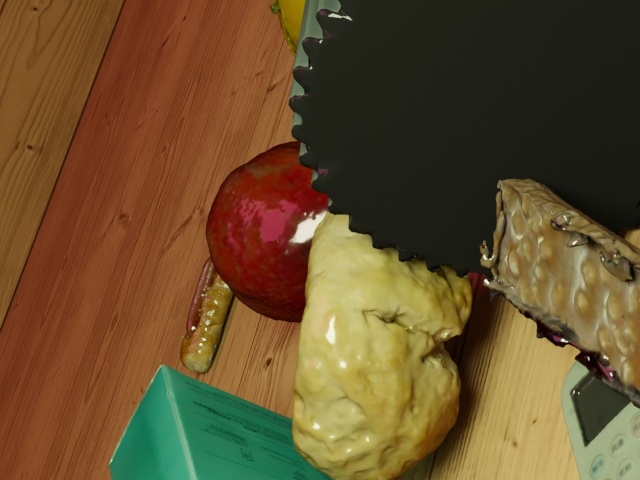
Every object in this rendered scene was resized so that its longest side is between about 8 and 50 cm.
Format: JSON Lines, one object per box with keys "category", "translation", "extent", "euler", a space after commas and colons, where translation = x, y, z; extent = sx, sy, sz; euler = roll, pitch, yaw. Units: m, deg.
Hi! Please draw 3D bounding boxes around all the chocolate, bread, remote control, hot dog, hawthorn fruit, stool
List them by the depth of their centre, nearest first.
{"category": "remote control", "translation": [0.206, 0.165, 0.903], "extent": [0.090, 0.038, 0.309], "euler": [-53, 23, 29]}
{"category": "chocolate", "translation": [0.202, 0.045, 0.933], "extent": [0.329, 0.065, 0.102], "euler": [-140, 39, -59]}
{"category": "stool", "translation": [0.127, -0.183, 1.158], "extent": [0.297, 0.297, 0.330], "euler": [-54, 19, 29]}
{"category": "bread", "translation": [0.049, 0.087, 1.190], "extent": [0.244, 0.134, 0.244], "euler": [-176, 90, -90]}
{"category": "hawthorn fruit", "translation": [0.000, 0.000, 1.439], "extent": [0.251, 0.189, 0.189], "euler": [21, 86, 51]}
{"category": "hot dog", "translation": [-0.132, 0.061, 1.850], "extent": [0.066, 0.047, 0.215], "euler": [-21, 47, 59]}

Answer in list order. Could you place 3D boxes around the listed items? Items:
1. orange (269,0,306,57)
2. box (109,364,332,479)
{"category": "orange", "translation": [0.059, -0.276, 1.459], "extent": [0.235, 0.279, 0.279], "euler": [-22, 27, 0]}
{"category": "box", "translation": [-0.054, 0.243, 1.221], "extent": [0.118, 0.205, 0.311], "euler": [-63, 20, 12]}
